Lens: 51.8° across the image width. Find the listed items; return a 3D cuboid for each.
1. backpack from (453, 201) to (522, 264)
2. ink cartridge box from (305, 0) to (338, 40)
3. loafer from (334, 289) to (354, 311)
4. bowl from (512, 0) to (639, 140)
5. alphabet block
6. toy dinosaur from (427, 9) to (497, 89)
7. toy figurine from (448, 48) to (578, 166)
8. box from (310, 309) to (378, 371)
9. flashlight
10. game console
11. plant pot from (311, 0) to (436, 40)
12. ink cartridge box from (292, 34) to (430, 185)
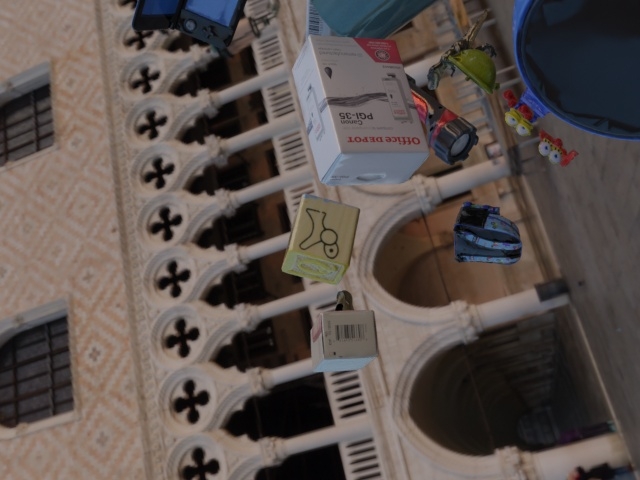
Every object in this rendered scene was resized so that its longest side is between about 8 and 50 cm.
[{"bbox_3d":[0.441,-0.013,1.714,0.158,0.173,0.117,74,-147,-49],"label":"backpack"},{"bbox_3d":[0.063,-0.817,2.029,0.385,0.091,0.308,-59,-23,-49],"label":"ink cartridge box"},{"bbox_3d":[0.069,0.198,1.990,0.050,0.056,0.148,15,-155,-20],"label":"loafer"},{"bbox_3d":[0.475,-0.300,0.968,0.391,0.391,0.077,59,-134,-43],"label":"bowl"},{"bbox_3d":[0.000,0.000,2.027,0.193,0.192,0.197,111,173,-65],"label":"alphabet block"},{"bbox_3d":[0.399,-0.509,1.777,0.118,0.268,0.064,41,179,32],"label":"toy dinosaur"},{"bbox_3d":[0.489,-0.365,1.457,0.362,0.217,0.191,42,-150,-1],"label":"toy figurine"},{"bbox_3d":[0.059,0.276,1.789,0.232,0.148,0.127,113,154,-70],"label":"box"},{"bbox_3d":[0.226,-0.294,1.521,0.103,0.103,0.304,-1,-142,-47],"label":"flashlight"},{"bbox_3d":[-0.307,-0.639,1.667,0.250,0.293,0.173,19,-148,-15],"label":"game console"},{"bbox_3d":[0.160,-0.655,1.560,0.341,0.334,0.341,27,-133,-32],"label":"plant pot"},{"bbox_3d":[0.080,-0.264,1.335,0.117,0.207,0.283,129,133,-57],"label":"ink cartridge box"}]
